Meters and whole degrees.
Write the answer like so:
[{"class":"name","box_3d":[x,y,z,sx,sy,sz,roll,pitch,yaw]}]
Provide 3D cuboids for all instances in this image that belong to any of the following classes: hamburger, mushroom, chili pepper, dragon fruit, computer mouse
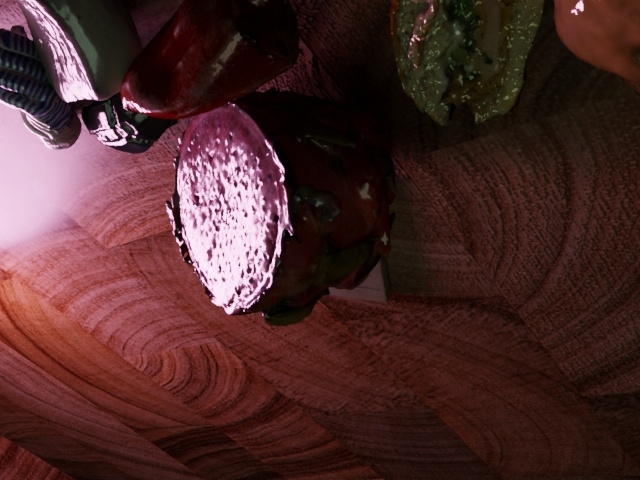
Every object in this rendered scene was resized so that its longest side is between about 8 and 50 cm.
[{"class":"hamburger","box_3d":[0.136,-0.247,0.796,0.144,0.156,0.283,-6,147,0]},{"class":"mushroom","box_3d":[-0.338,-0.305,0.951,0.159,0.122,0.328,-14,136,13]},{"class":"chili pepper","box_3d":[-0.142,-0.207,0.927,0.253,0.136,0.144,-33,98,30]},{"class":"dragon fruit","box_3d":[-0.012,-0.043,1.030,0.263,0.314,0.296,-6,125,-37]},{"class":"computer mouse","box_3d":[-0.281,-0.176,1.152,0.192,0.062,0.106,-20,129,39]}]

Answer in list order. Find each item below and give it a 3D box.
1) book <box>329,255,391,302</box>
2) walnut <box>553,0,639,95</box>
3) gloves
[{"class":"book","box_3d":[0.000,0.000,1.292,0.215,0.025,0.282,8,142,16]},{"class":"walnut","box_3d":[0.360,-0.238,0.595,0.306,0.306,0.344,38,142,-25]},{"class":"gloves","box_3d":[-0.405,-0.217,1.125,0.097,0.119,0.229,-18,154,3]}]
